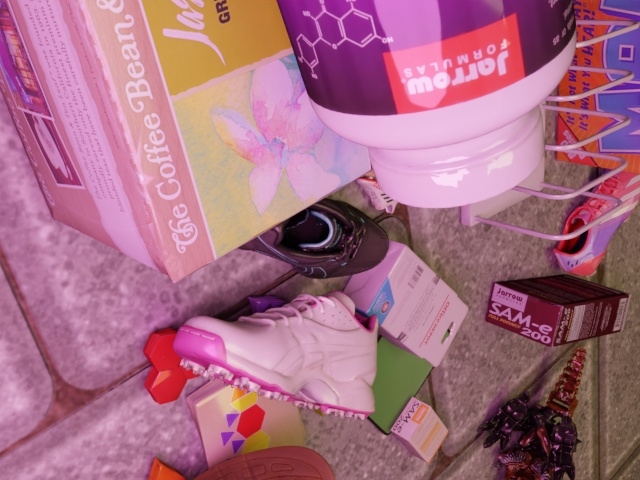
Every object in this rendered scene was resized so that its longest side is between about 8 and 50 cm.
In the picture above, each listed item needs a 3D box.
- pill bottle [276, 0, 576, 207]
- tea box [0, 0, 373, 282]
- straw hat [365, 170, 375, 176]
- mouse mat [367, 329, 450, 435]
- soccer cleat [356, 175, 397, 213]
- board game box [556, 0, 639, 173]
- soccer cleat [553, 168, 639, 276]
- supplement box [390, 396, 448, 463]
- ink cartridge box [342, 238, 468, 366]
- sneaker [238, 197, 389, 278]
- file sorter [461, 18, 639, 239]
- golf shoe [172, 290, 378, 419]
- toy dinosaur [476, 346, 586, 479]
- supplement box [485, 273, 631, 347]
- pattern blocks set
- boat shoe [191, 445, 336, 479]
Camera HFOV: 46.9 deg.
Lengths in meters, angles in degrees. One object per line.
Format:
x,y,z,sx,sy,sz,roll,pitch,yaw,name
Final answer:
0.055,-0.185,0.453,0.181,0.182,0.322,-40,127,-27,pill bottle
-0.089,-0.200,0.596,0.324,0.220,0.328,-32,124,-31,tea box
0.076,-0.145,0.881,0.061,0.145,0.144,-89,154,-46,straw hat
0.117,0.178,1.074,0.189,0.007,0.152,-54,133,-17,mouse mat
0.073,-0.058,0.936,0.083,0.029,0.035,21,85,-50,soccer cleat
0.621,-0.310,1.137,0.356,0.357,0.356,-25,120,-36,board game box
0.492,-0.053,1.303,0.095,0.083,0.248,34,82,-40,soccer cleat
0.152,0.288,1.118,0.062,0.036,0.098,-53,138,-17,supplement box
0.116,0.086,0.996,0.180,0.060,0.104,41,75,-40,ink cartridge box
0.000,0.000,0.833,0.267,0.106,0.101,12,94,-46,sneaker
0.321,-0.160,1.035,0.193,0.173,0.277,-24,120,-36,file sorter
-0.035,0.108,0.807,0.306,0.115,0.140,30,73,-51,golf shoe
0.393,0.349,1.330,0.218,0.165,0.321,25,68,-60,toy dinosaur
0.401,0.112,1.234,0.240,0.130,0.073,-1,105,-43,supplement box
-0.084,0.219,0.881,0.286,0.026,0.324,-17,115,-39,pattern blocks set
-0.128,0.344,0.794,0.341,0.121,0.110,-31,137,-5,boat shoe
